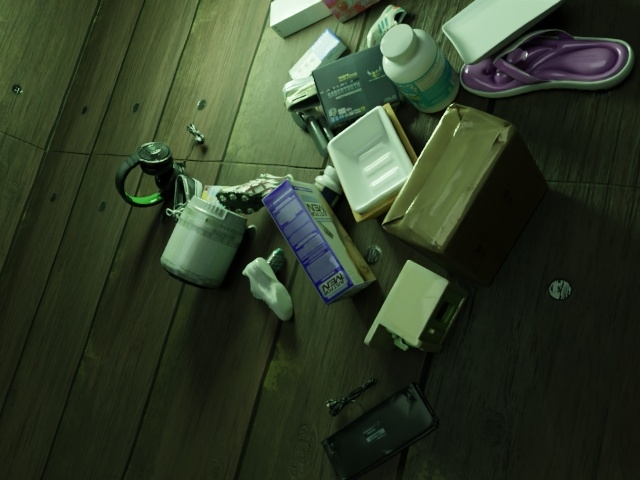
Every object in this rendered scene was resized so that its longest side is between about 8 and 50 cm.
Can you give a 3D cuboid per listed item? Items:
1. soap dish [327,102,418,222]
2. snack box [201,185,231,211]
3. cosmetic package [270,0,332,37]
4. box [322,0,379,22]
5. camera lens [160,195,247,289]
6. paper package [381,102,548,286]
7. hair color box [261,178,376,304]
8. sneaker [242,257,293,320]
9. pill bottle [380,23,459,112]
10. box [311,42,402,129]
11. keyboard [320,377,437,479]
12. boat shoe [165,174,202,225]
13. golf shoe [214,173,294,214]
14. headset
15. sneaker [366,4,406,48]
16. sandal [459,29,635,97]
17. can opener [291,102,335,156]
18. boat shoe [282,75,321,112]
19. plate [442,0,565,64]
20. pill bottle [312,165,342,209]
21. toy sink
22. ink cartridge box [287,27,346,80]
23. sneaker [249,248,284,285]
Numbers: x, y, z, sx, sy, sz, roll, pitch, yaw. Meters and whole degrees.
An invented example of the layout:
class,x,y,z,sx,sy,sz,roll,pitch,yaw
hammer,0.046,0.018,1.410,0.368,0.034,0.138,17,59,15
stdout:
class,x,y,z,sx,sy,sz,roll,pitch,yaw
soap dish,0.163,-0.217,1.435,0.229,0.118,0.290,-33,58,23
snack box,-0.385,-0.151,1.860,0.141,0.037,0.100,7,80,37
cosmetic package,-0.072,-0.852,1.840,0.231,0.085,0.117,-10,69,31
box,0.147,-0.879,1.646,0.300,0.154,0.142,-17,65,30
camera lens,-0.393,0.012,1.695,0.219,0.219,0.274,24,89,39
paper package,0.335,-0.085,1.135,0.168,0.325,0.309,33,94,38
hair color box,0.000,0.000,1.376,0.110,0.185,0.338,-35,77,20
sneaker,-0.165,0.163,1.548,0.094,0.080,0.212,-35,79,23
pill bottle,0.264,-0.465,1.352,0.146,0.264,0.146,-13,67,32
box,0.108,-0.463,1.514,0.233,0.059,0.183,-17,88,10
keyboard,0.128,0.462,1.290,0.317,0.033,0.201,-40,62,18
boat shoe,-0.515,-0.104,1.895,0.113,0.105,0.306,-9,70,34
golf shoe,-0.214,-0.159,1.682,0.273,0.105,0.120,0,51,12
headset,-0.625,-0.302,1.970,0.394,0.243,0.185,-38,59,-6
sneaker,0.212,-0.670,1.589,0.075,0.057,0.161,36,94,44
sandal,0.543,-0.458,1.251,0.416,0.102,0.169,9,80,38
can opener,-0.016,-0.372,1.659,0.280,0.074,0.093,63,147,34
boat shoe,0.025,-0.485,1.613,0.303,0.109,0.094,-13,70,17
plate,0.482,-0.595,1.334,0.277,0.045,0.278,-32,37,22
pill bottle,0.009,-0.139,1.535,0.094,0.094,0.169,34,96,38
toy sink,0.240,0.190,1.223,0.131,0.153,0.234,30,93,38
ink cartridge box,-0.014,-0.627,1.746,0.207,0.046,0.097,-44,55,16
sneaker,-0.180,0.091,1.618,0.076,0.065,0.166,36,95,42
